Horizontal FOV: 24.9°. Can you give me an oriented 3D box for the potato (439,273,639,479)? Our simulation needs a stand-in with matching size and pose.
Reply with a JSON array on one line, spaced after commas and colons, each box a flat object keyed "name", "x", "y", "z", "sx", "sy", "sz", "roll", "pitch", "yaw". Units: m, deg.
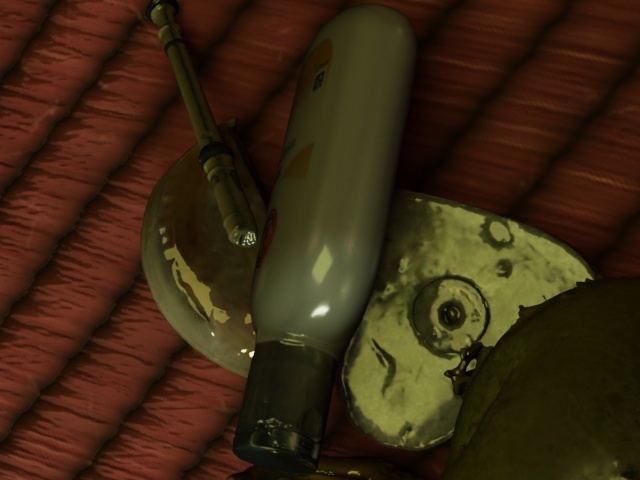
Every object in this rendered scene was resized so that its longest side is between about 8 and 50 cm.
[{"name": "potato", "x": 0.235, "y": 0.165, "z": 0.806, "sx": 0.359, "sy": 0.219, "sz": 0.270, "roll": 20, "pitch": 58, "yaw": -11}]

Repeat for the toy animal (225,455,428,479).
[{"name": "toy animal", "x": 0.074, "y": 0.189, "z": 0.936, "sx": 0.275, "sy": 0.149, "sz": 0.054, "roll": 12, "pitch": 102, "yaw": -9}]

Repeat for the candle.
[{"name": "candle", "x": 0.092, "y": 0.043, "z": 0.955, "sx": 0.192, "sy": 0.068, "sz": 0.168, "roll": -29, "pitch": 78, "yaw": 12}]

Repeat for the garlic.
[{"name": "garlic", "x": -0.069, "y": 0.020, "z": 1.006, "sx": 0.101, "sy": 0.087, "sz": 0.195, "roll": -22, "pitch": 78, "yaw": 4}]

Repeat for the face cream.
[{"name": "face cream", "x": 0.000, "y": 0.000, "z": 0.914, "sx": 0.071, "sy": 0.144, "sz": 0.291, "roll": 16, "pitch": 70, "yaw": -11}]

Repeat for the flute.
[{"name": "flute", "x": -0.081, "y": -0.084, "z": 0.991, "sx": 0.027, "sy": 0.027, "sz": 0.233, "roll": -34, "pitch": 51, "yaw": 15}]
